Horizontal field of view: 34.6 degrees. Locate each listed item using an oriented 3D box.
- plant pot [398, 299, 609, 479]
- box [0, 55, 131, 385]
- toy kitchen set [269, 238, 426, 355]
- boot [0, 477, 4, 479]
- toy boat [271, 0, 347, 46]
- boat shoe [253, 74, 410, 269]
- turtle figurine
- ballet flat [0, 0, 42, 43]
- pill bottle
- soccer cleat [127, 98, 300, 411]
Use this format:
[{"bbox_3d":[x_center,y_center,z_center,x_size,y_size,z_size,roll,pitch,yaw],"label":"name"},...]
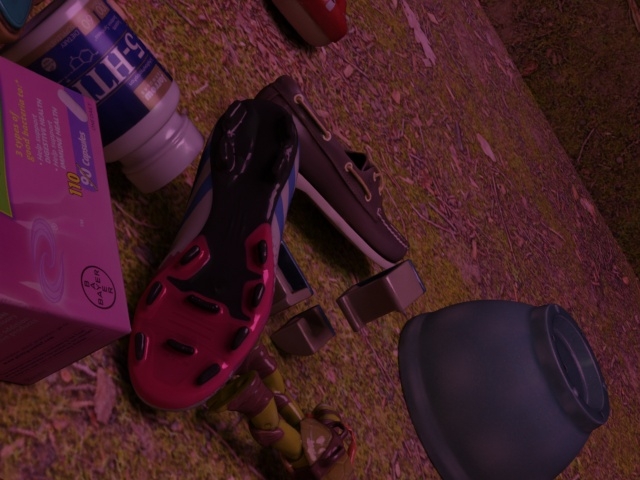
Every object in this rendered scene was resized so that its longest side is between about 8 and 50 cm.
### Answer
[{"bbox_3d":[0.269,0.200,1.405,0.293,0.196,0.293,42,32,-34],"label":"plant pot"},{"bbox_3d":[-0.273,-0.030,0.734,0.243,0.117,0.213,23,46,-51],"label":"box"},{"bbox_3d":[0.000,0.000,1.141,0.207,0.166,0.122,61,27,-3],"label":"toy kitchen set"},{"bbox_3d":[-0.141,0.309,0.677,0.280,0.096,0.264,40,34,-37],"label":"boot"},{"bbox_3d":[0.012,-0.404,1.563,0.151,0.151,0.231,45,31,-30],"label":"toy boat"},{"bbox_3d":[0.023,-0.077,1.303,0.324,0.097,0.116,42,3,-33],"label":"boat shoe"},{"bbox_3d":[-0.019,0.212,0.996,0.217,0.087,0.269,53,28,-18],"label":"turtle figurine"},{"bbox_3d":[-0.293,-0.243,0.950,0.232,0.073,0.080,-84,150,-58],"label":"ballet flat"},{"bbox_3d":[-0.200,-0.140,0.975,0.186,0.112,0.112,49,29,-24],"label":"pill bottle"},{"bbox_3d":[-0.092,0.021,0.994,0.116,0.143,0.331,18,65,0],"label":"soccer cleat"}]
